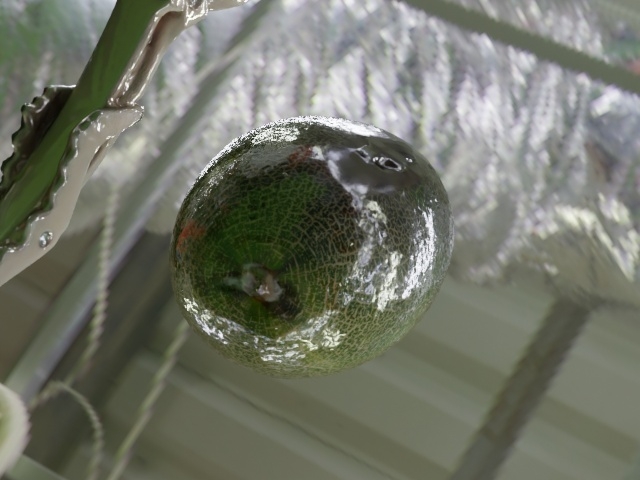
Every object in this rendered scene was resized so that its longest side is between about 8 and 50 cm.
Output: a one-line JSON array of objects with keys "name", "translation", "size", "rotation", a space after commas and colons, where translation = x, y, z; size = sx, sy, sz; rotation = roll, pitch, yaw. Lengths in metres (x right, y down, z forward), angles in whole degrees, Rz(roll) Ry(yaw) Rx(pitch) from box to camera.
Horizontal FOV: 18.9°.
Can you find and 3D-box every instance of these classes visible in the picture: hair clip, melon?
[{"name": "hair clip", "translation": [-0.099, -0.047, 0.806], "size": [0.034, 0.072, 0.226], "rotation": [25, -103, 30]}, {"name": "melon", "translation": [0.000, 0.000, 0.742], "size": [0.099, 0.162, 0.099], "rotation": [4, -79, 18]}]
